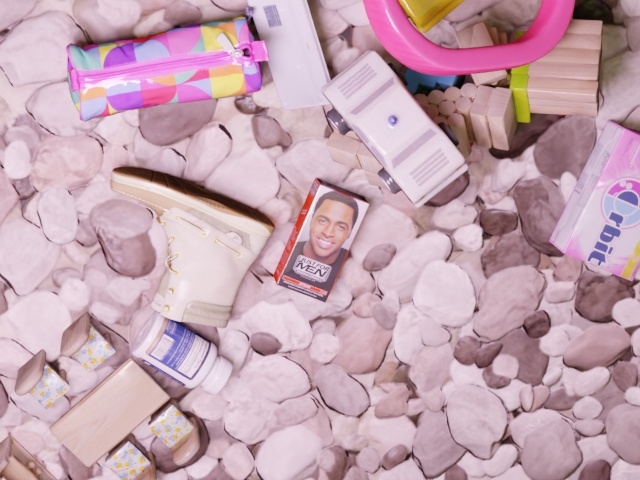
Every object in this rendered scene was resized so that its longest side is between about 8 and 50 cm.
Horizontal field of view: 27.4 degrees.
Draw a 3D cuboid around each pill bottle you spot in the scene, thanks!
[{"bbox_3d":[-0.174,0.146,1.673,0.120,0.067,0.067,33,98,-16],"label":"pill bottle"}]

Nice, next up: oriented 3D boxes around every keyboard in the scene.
[{"bbox_3d":[-0.047,-0.269,1.560,0.072,0.014,0.256,-2,125,24],"label":"keyboard"}]

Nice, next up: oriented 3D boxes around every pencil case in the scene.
[{"bbox_3d":[-0.181,-0.205,1.556,0.236,0.104,0.104,-12,107,-5],"label":"pencil case"}]

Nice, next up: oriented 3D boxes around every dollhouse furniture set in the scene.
[{"bbox_3d":[-0.301,0.256,1.634,0.242,0.161,0.212,-41,108,4],"label":"dollhouse furniture set"}]

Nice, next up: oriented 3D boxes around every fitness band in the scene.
[{"bbox_3d":[0.174,-0.295,1.498,0.290,0.054,0.209,-11,94,-32],"label":"fitness band"}]

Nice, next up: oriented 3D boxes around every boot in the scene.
[{"bbox_3d":[-0.183,0.011,1.629,0.213,0.077,0.165,22,103,-17],"label":"boot"}]

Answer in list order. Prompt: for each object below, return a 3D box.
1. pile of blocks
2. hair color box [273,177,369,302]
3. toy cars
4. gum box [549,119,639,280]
[{"bbox_3d":[0.184,-0.168,1.634,0.362,0.113,0.149,-18,63,5],"label":"pile of blocks"},{"bbox_3d":[0.000,0.000,1.671,0.072,0.043,0.141,20,101,-13],"label":"hair color box"},{"bbox_3d":[0.087,-0.238,1.527,0.176,0.087,0.394,1,86,5],"label":"toy cars"},{"bbox_3d":[0.391,-0.056,1.706,0.107,0.062,0.188,21,102,-14],"label":"gum box"}]
